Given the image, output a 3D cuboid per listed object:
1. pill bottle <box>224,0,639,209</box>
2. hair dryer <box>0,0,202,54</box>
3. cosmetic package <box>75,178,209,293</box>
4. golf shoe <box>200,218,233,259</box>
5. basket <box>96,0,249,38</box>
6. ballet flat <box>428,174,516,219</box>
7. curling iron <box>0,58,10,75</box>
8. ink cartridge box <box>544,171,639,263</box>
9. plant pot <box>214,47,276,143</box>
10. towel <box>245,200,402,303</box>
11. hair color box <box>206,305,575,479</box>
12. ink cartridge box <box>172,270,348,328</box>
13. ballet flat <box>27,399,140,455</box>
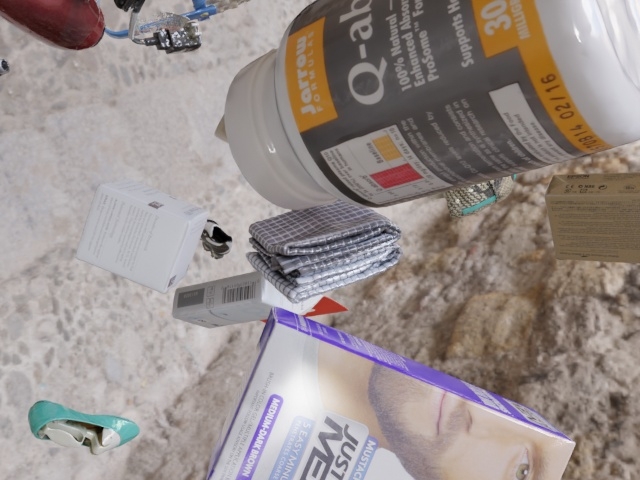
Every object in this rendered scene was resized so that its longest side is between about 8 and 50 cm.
[{"bbox_3d":[0.069,-0.112,0.433,0.162,0.278,0.162,15,69,-45],"label":"pill bottle"},{"bbox_3d":[-0.244,-0.288,0.656,0.293,0.223,0.080,-12,70,-29],"label":"hair dryer"},{"bbox_3d":[-0.338,-0.013,1.193,0.151,0.183,0.152,-72,-176,-79],"label":"cosmetic package"},{"bbox_3d":[-0.310,-0.037,1.605,0.198,0.094,0.077,34,53,-14],"label":"golf shoe"},{"bbox_3d":[-0.219,-0.456,0.952,0.201,0.288,0.255,-178,-102,-81],"label":"basket"},{"bbox_3d":[0.175,-0.214,1.205,0.483,0.182,0.164,59,1,41],"label":"ballet flat"},{"bbox_3d":[-0.452,-0.173,0.673,0.068,0.273,0.035,-74,151,-42],"label":"curling iron"},{"bbox_3d":[0.630,-0.048,1.353,0.088,0.234,0.193,-55,134,-37],"label":"ink cartridge box"},{"bbox_3d":[-0.130,-0.344,1.677,0.190,0.284,0.284,36,44,-8],"label":"plant pot"},{"bbox_3d":[0.000,0.000,1.319,0.283,0.235,0.122,-17,117,-22],"label":"towel"},{"bbox_3d":[0.070,0.222,0.663,0.110,0.338,0.185,-152,-95,-83],"label":"hair color box"},{"bbox_3d":[-0.151,0.195,1.663,0.385,0.308,0.091,31,53,-48],"label":"ink cartridge box"},{"bbox_3d":[-0.495,0.408,1.300,0.247,0.083,0.087,29,20,-35],"label":"ballet flat"}]
